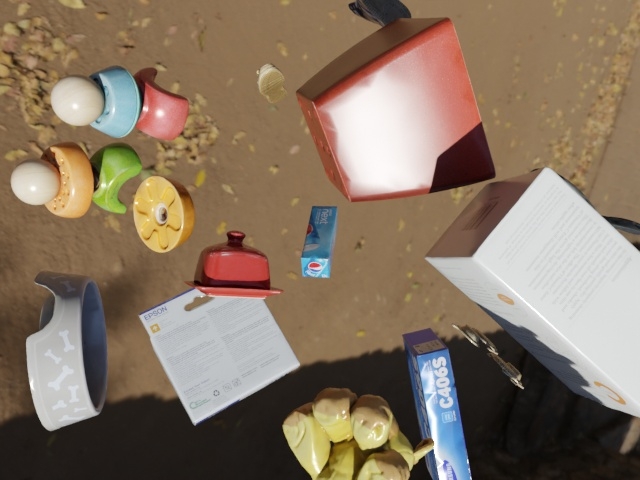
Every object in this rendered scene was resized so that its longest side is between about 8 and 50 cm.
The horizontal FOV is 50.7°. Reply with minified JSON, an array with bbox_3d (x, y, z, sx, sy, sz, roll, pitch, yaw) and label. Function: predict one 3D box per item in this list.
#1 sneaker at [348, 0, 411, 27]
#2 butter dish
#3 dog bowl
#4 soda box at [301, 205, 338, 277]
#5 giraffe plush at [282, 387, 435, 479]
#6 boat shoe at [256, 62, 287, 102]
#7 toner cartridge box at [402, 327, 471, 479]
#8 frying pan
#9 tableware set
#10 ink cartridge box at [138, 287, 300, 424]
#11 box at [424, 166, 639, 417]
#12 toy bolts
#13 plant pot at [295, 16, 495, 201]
[{"bbox_3d":[0.119,-0.643,1.733,0.099,0.153,0.282,-49,145,4],"label":"sneaker"},{"bbox_3d":[-0.156,0.041,1.217,0.160,0.160,0.118,4,90,-19],"label":"butter dish"},{"bbox_3d":[-0.545,0.233,1.484,0.102,0.348,0.348,-4,118,-9],"label":"dog bowl"},{"bbox_3d":[0.000,0.000,1.751,0.210,0.071,0.067,-79,169,-48],"label":"soda box"},{"bbox_3d":[0.069,0.298,0.938,0.171,0.182,0.210,-4,94,-54],"label":"giraffe plush"},{"bbox_3d":[-0.114,-0.354,1.480,0.063,0.059,0.170,-28,173,-2],"label":"boat shoe"},{"bbox_3d":[0.268,0.393,1.556,0.075,0.165,0.347,-12,99,-2],"label":"toner cartridge box"},{"bbox_3d":[0.532,-0.067,1.389,0.326,0.197,0.053,-6,149,-40],"label":"frying pan"},{"bbox_3d":[0.315,0.209,1.244,0.020,0.168,0.141,-46,142,9],"label":"tableware set"},{"bbox_3d":[-0.275,0.278,1.843,0.324,0.330,0.071,-25,163,-22],"label":"ink cartridge box"},{"bbox_3d":[0.360,0.076,1.001,0.345,0.215,0.168,42,83,-6],"label":"box"},{"bbox_3d":[-0.267,-0.100,0.848,0.159,0.218,0.228,-10,133,-51],"label":"toy bolts"},{"bbox_3d":[0.107,-0.206,1.154,0.236,0.267,0.267,-24,111,-4],"label":"plant pot"}]
